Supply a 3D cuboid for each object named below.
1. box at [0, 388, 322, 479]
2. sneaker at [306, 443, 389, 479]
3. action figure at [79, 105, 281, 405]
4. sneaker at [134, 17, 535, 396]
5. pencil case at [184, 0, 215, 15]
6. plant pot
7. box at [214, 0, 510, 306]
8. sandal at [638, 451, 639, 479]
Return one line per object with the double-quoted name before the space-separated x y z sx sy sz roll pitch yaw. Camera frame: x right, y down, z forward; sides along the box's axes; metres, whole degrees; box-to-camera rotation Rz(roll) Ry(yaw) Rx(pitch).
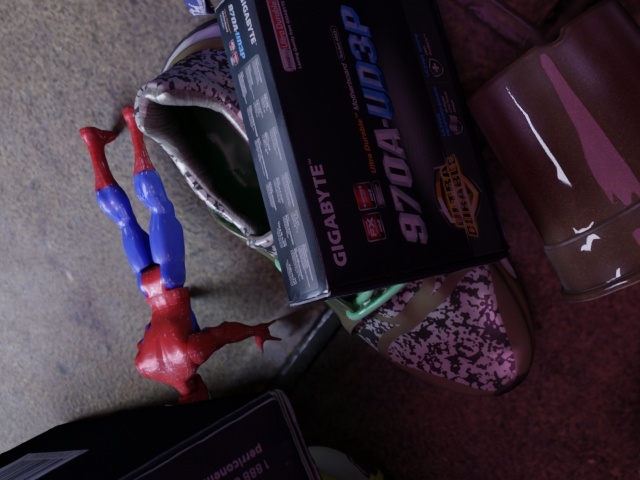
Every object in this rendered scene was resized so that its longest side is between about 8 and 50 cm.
"box" -0.170 0.413 0.648 0.479 0.297 0.472 -22 92 51
"sneaker" 0.007 0.386 0.799 0.145 0.147 0.385 5 111 17
"action figure" -0.129 0.025 0.752 0.091 0.139 0.281 -18 81 26
"sneaker" 0.000 0.000 0.638 0.410 0.182 0.158 42 116 -1
"pencil case" -0.094 -0.328 0.583 0.133 0.119 0.306 -10 107 30
"plant pot" 0.201 -0.069 0.570 0.167 0.167 0.165 -36 88 26
"box" 0.034 -0.076 0.570 0.051 0.175 0.221 -24 77 53
"sandal" 0.421 0.095 0.554 0.169 0.102 0.416 36 110 -18
